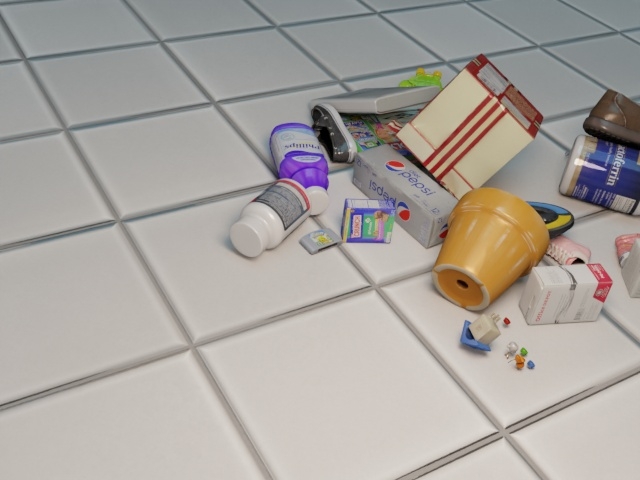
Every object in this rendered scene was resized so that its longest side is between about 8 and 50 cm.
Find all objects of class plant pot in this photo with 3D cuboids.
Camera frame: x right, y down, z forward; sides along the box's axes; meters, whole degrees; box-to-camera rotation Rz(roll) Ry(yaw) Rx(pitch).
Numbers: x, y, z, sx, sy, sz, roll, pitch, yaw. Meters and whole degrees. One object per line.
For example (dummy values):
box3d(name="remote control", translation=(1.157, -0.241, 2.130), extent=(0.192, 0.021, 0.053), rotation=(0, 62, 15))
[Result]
box3d(name="plant pot", translation=(0.324, 0.031, 1.533), extent=(0.205, 0.205, 0.188), rotation=(27, 58, 22))

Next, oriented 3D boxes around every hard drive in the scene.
box3d(name="hard drive", translation=(0.136, -0.367, 1.996), extent=(0.203, 0.040, 0.307), rotation=(-18, 18, -28))

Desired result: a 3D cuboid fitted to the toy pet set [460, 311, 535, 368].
box3d(name="toy pet set", translation=(0.323, 0.194, 1.439), extent=(0.114, 0.065, 0.122), rotation=(27, 29, -36))

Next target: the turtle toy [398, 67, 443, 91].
box3d(name="turtle toy", translation=(0.289, -0.440, 2.200), extent=(0.130, 0.066, 0.095), rotation=(11, 62, 8))

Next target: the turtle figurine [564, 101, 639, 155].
box3d(name="turtle figurine", translation=(0.831, -0.306, 2.023), extent=(0.274, 0.198, 0.266), rotation=(23, 40, 13))

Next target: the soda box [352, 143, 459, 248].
box3d(name="soda box", translation=(0.195, -0.106, 1.747), extent=(0.098, 0.091, 0.286), rotation=(-20, 46, -29))

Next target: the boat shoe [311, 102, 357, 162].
box3d(name="boat shoe", translation=(0.015, -0.272, 1.944), extent=(0.076, 0.080, 0.228), rotation=(-9, 49, -23))

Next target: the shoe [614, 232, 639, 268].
box3d(name="shoe", translation=(0.745, 0.027, 1.696), extent=(0.177, 0.063, 0.081), rotation=(4, 43, 1))

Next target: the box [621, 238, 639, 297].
box3d(name="box", translation=(0.707, 0.062, 1.615), extent=(0.101, 0.102, 0.087), rotation=(6, 40, -1))

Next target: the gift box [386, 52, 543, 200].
box3d(name="gift box", translation=(0.326, -0.254, 1.765), extent=(0.255, 0.258, 0.276), rotation=(47, 31, 4))

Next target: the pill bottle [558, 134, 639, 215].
box3d(name="pill bottle", translation=(0.725, -0.149, 1.842), extent=(0.264, 0.153, 0.153), rotation=(18, 40, 13))

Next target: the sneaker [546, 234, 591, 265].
box3d(name="sneaker", translation=(0.524, 0.024, 1.672), extent=(0.134, 0.051, 0.070), rotation=(20, 34, 8))

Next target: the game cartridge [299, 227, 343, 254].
box3d(name="game cartridge", translation=(0.000, 0.000, 1.643), extent=(0.083, 0.017, 0.056), rotation=(-20, 42, -31))

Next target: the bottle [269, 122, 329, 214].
box3d(name="bottle", translation=(-0.043, -0.169, 1.784), extent=(0.118, 0.092, 0.283), rotation=(-2, 39, -14))

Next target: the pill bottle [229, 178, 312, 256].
box3d(name="pill bottle", translation=(-0.106, -0.046, 1.607), extent=(0.108, 0.108, 0.180), rotation=(24, 41, 20))

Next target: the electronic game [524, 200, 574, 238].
box3d(name="electronic game", translation=(0.443, -0.047, 1.699), extent=(0.229, 0.048, 0.229), rotation=(-4, 20, 1))

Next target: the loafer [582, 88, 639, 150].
box3d(name="loafer", translation=(0.818, -0.268, 1.839), extent=(0.365, 0.130, 0.134), rotation=(17, 5, -14))

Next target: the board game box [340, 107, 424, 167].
box3d(name="board game box", translation=(0.216, -0.264, 1.986), extent=(0.317, 0.046, 0.213), rotation=(-10, 41, -21))

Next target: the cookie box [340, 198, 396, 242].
box3d(name="cookie box", translation=(0.102, -0.041, 1.651), extent=(0.107, 0.092, 0.040), rotation=(1, 36, -7))

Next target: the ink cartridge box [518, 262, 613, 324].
box3d(name="ink cartridge box", translation=(0.482, 0.106, 1.515), extent=(0.150, 0.109, 0.063), rotation=(-2, 40, -12))
